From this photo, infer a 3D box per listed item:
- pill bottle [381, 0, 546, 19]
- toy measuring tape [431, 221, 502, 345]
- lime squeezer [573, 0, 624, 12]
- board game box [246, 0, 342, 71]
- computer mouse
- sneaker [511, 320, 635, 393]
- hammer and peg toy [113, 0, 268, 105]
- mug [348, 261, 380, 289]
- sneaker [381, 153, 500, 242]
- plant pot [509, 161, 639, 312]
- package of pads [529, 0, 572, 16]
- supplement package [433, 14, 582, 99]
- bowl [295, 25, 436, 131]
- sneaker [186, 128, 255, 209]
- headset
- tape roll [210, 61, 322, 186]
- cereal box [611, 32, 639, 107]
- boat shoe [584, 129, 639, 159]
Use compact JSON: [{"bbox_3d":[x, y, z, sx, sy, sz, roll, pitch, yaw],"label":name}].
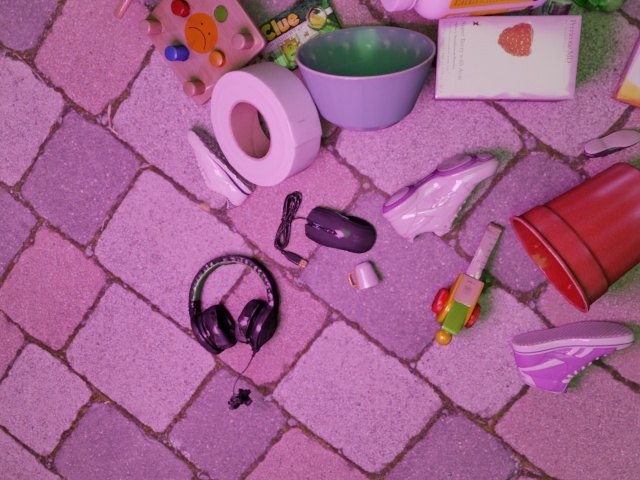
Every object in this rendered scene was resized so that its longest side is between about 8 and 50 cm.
[{"bbox_3d":[0.293,-0.553,1.190,0.334,0.188,0.187,-10,100,-11],"label":"pill bottle"},{"bbox_3d":[0.367,0.113,1.491,0.121,0.121,0.330,25,82,4],"label":"toy measuring tape"},{"bbox_3d":[0.616,-0.570,1.316,0.311,0.059,0.109,9,103,9],"label":"lime squeezer"},{"bbox_3d":[-0.078,-0.498,1.468,0.260,0.030,0.136,-26,93,14],"label":"board game box"},{"bbox_3d":[0.000,0.000,1.537,0.262,0.060,0.184,24,103,5],"label":"computer mouse"},{"bbox_3d":[0.638,0.297,1.469,0.282,0.102,0.161,-13,102,23],"label":"sneaker"},{"bbox_3d":[-0.321,-0.544,1.433,0.266,0.127,0.361,-35,93,29],"label":"hammer and peg toy"},{"bbox_3d":[0.110,0.093,1.537,0.078,0.062,0.064,-19,89,7],"label":"mug"},{"bbox_3d":[0.309,-0.105,1.451,0.305,0.114,0.152,-30,108,18],"label":"sneaker"},{"bbox_3d":[0.625,-0.021,1.333,0.265,0.272,0.272,-36,93,6],"label":"plant pot"},{"bbox_3d":[0.527,-0.534,1.347,0.083,0.032,0.050,16,122,7],"label":"package of pads"},{"bbox_3d":[0.408,-0.403,1.323,0.293,0.175,0.177,2,101,9],"label":"supplement package"},{"bbox_3d":[0.104,-0.360,1.347,0.312,0.311,0.163,2,128,10],"label":"bowl"},{"bbox_3d":[-0.279,-0.189,1.540,0.095,0.090,0.235,-40,91,24],"label":"sneaker"},{"bbox_3d":[-0.232,0.236,1.561,0.244,0.185,0.393,-9,88,12],"label":"headset"},{"bbox_3d":[-0.134,-0.276,1.409,0.286,0.100,0.286,25,131,33],"label":"tape roll"},{"bbox_3d":[0.792,-0.407,1.320,0.173,0.047,0.240,20,104,6],"label":"cereal box"},{"bbox_3d":[0.685,-0.222,1.382,0.125,0.038,0.046,-18,56,8],"label":"boat shoe"}]
